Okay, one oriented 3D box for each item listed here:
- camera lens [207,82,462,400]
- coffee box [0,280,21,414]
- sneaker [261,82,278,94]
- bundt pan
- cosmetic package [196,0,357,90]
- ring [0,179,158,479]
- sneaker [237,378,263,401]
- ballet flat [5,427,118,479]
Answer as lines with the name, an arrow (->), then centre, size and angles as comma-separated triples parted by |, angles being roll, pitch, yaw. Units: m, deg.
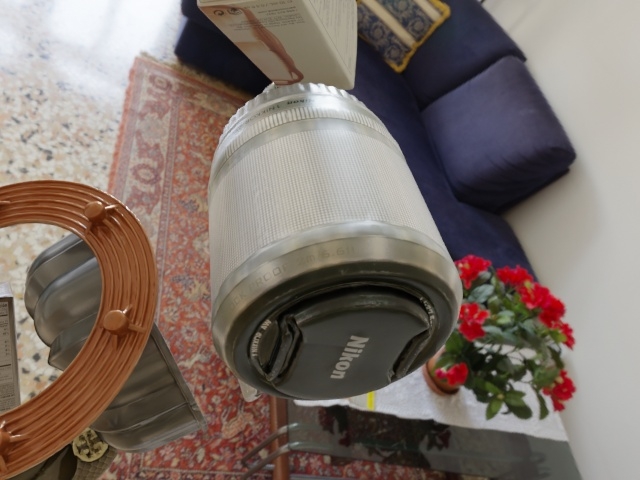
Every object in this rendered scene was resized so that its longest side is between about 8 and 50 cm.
camera lens -> 0.000, 0.000, 0.516 | 0.219, 0.219, 0.275 | 17, 39, -28
coffee box -> -0.506, 0.196, 0.767 | 0.098, 0.141, 0.247 | -4, 97, -34
sneaker -> -0.013, -0.214, 1.010 | 0.271, 0.108, 0.100 | 31, 15, 5
bundt pan -> -0.281, 0.138, 0.692 | 0.124, 0.331, 0.331 | -28, 73, -20
cosmetic package -> -0.041, -0.324, 0.709 | 0.296, 0.129, 0.153 | 18, 73, -73
ring -> -0.332, 0.069, 0.520 | 0.336, 0.032, 0.337 | -2, 59, 3
sneaker -> -0.096, 0.266, 1.116 | 0.152, 0.268, 0.102 | -19, 83, -2
ballet flat -> -0.392, 0.326, 0.689 | 0.249, 0.058, 0.084 | -27, 60, -18
